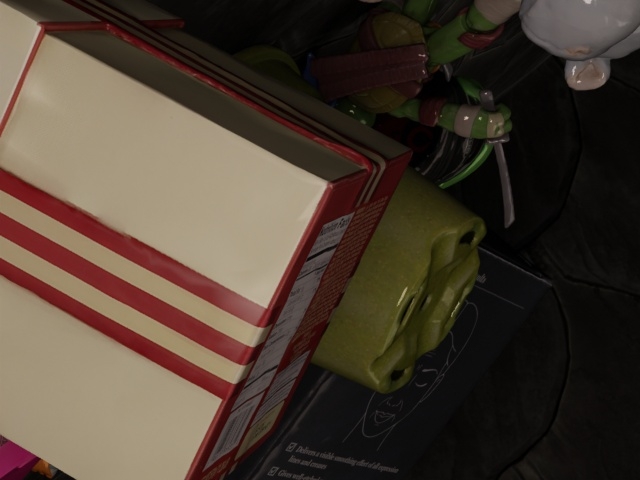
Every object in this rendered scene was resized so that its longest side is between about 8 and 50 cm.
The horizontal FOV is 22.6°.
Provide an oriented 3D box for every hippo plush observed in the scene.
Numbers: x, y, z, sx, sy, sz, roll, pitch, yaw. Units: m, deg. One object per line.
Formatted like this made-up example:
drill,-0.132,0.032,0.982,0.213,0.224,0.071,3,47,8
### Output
hippo plush,0.155,-0.221,1.284,0.234,0.236,0.294,-42,174,12

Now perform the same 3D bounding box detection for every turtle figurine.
turtle figurine,0.141,-0.201,1.621,0.266,0.275,0.197,-51,-157,42

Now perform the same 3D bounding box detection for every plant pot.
plant pot,0.000,0.000,1.442,0.276,0.254,0.276,-49,157,-29

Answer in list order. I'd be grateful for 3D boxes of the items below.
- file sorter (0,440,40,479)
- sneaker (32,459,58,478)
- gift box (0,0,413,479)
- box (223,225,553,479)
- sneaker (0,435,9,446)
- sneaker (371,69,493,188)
file sorter,-0.370,0.175,1.118,0.291,0.182,0.202,-35,173,-40
sneaker,-0.279,0.126,1.556,0.121,0.099,0.262,-55,-154,11
gift box,-0.133,0.008,0.947,0.276,0.258,0.255,-62,170,9
box,0.009,0.113,1.716,0.395,0.212,0.293,-53,148,8
sneaker,-0.337,0.148,1.399,0.319,0.131,0.112,-37,174,-31
sneaker,0.003,-0.066,2.077,0.483,0.185,0.202,-42,152,7
